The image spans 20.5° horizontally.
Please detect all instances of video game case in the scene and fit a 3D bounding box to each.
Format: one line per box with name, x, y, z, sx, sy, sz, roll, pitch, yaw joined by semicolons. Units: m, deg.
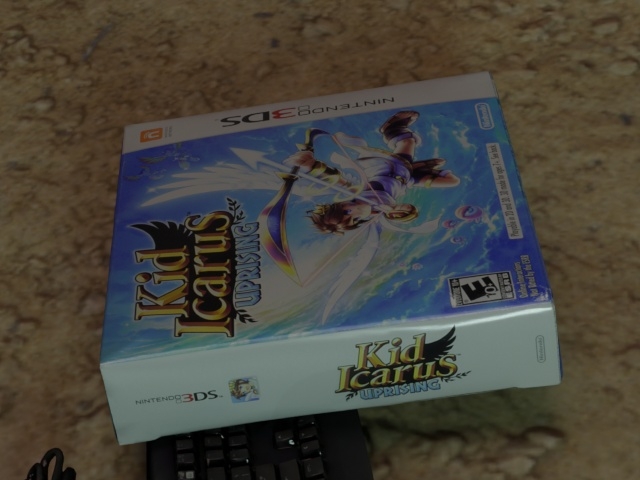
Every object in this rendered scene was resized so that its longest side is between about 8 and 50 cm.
video game case;0.000;0.000;1.046;0.244;0.061;0.269;-9;32;3

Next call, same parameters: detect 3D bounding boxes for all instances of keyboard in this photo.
keyboard;-0.067;0.159;0.888;0.201;0.033;0.317;-11;29;-1
